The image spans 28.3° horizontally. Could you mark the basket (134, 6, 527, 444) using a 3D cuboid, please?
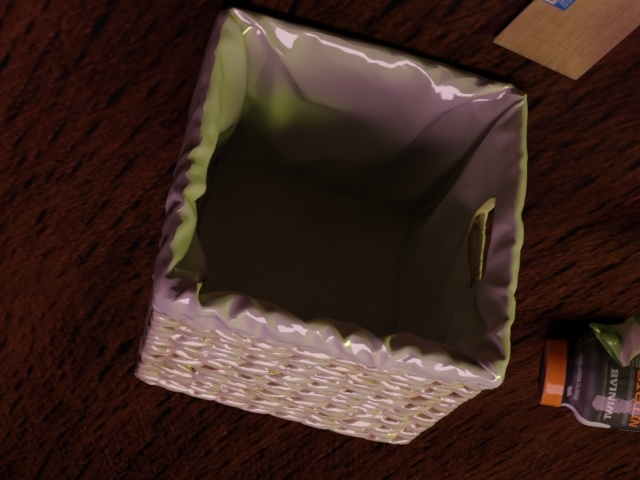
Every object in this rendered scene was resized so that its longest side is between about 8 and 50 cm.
[{"bbox_3d":[0.000,0.000,1.262,0.331,0.328,0.266,15,151,-11],"label":"basket"}]

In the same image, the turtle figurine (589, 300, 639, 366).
[{"bbox_3d":[0.422,0.043,1.326,0.198,0.266,0.275,49,180,3],"label":"turtle figurine"}]

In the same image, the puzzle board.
[{"bbox_3d":[0.234,-0.202,1.171,0.096,0.011,0.128,21,146,-18],"label":"puzzle board"}]

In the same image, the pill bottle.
[{"bbox_3d":[0.408,0.183,1.647,0.245,0.130,0.130,6,149,5],"label":"pill bottle"}]
